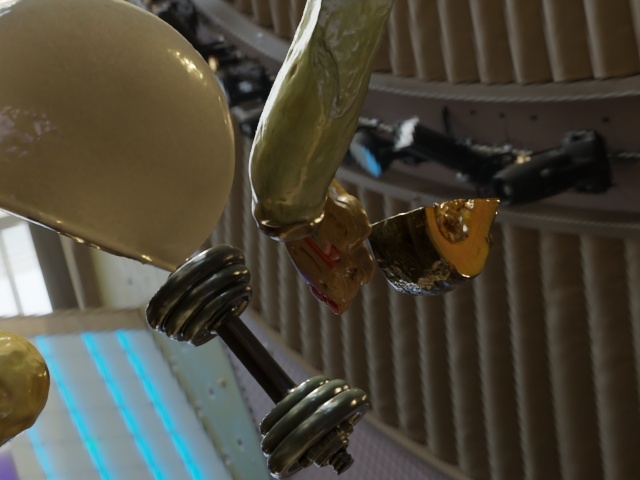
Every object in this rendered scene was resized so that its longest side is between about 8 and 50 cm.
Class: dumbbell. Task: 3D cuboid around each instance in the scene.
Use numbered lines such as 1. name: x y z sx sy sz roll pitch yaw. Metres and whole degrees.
1. dumbbell: -0.092 0.172 1.609 0.406 0.179 0.179 49 -32 14

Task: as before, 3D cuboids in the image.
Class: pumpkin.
1. pumpkin: 0.176 0.011 1.607 0.131 0.248 0.126 -25 -97 38

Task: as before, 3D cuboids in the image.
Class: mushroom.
1. mushroom: 0.003 -0.141 0.987 0.107 0.087 0.333 -93 -161 -49

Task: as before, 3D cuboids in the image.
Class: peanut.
1. peanut: -0.403 0.233 1.154 0.147 0.319 0.147 40 -14 12

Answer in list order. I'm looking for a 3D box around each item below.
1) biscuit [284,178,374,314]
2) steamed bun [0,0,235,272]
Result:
1. biscuit: 0.000 0.000 1.314 0.166 0.036 0.225 49 -25 19
2. steamed bun: -0.175 -0.088 0.768 0.146 0.241 0.164 19 -96 46
